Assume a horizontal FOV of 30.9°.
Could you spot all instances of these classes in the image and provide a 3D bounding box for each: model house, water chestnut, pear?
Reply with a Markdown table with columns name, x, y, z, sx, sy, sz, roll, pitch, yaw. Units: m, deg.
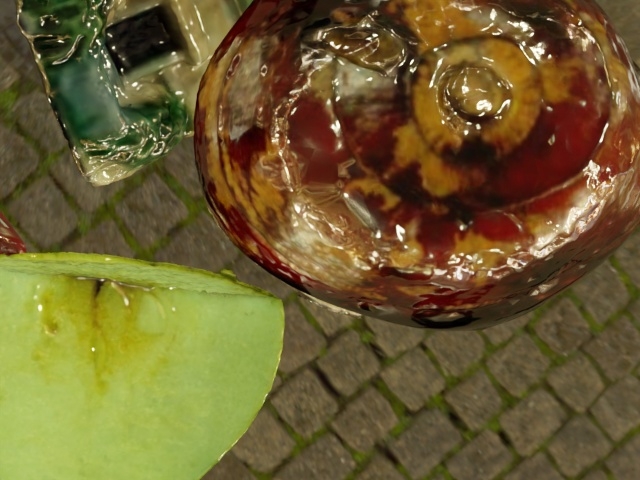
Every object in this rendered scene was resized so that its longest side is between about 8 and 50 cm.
| name | x | y | z | sx | sy | sz | roll | pitch | yaw |
| --- | --- | --- | --- | --- | --- | --- | --- | --- | --- |
| model house | -0.143 | -0.342 | 1.236 | 0.400 | 0.395 | 0.445 | -20 | 113 | -8 |
| water chestnut | 0.064 | -0.063 | 0.721 | 0.289 | 0.289 | 0.244 | -18 | 125 | -7 |
| pear | -0.194 | 0.135 | 1.058 | 0.288 | 0.139 | 0.239 | 7 | 93 | -13 |

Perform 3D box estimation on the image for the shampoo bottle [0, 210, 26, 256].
| name | x | y | z | sx | sy | sz | roll | pitch | yaw |
| --- | --- | --- | --- | --- | --- | --- | --- | --- | --- |
| shampoo bottle | -0.541 | -0.020 | 1.810 | 0.118 | 0.314 | 0.076 | 16 | 108 | -42 |

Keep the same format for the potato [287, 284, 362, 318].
| name | x | y | z | sx | sy | sz | roll | pitch | yaw |
| --- | --- | --- | --- | --- | --- | --- | --- | --- | --- |
| potato | 0.000 | 0.000 | 1.487 | 0.202 | 0.182 | 0.117 | 36 | 99 | 2 |
